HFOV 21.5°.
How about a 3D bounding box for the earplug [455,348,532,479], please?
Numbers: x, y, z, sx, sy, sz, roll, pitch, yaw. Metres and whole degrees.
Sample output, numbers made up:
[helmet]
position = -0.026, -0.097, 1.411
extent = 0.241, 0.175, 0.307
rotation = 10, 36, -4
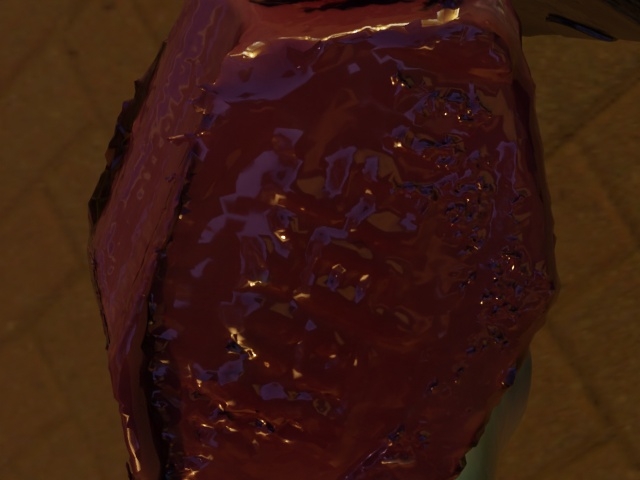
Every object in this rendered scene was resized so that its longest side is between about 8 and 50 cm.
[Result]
[earplug]
position = 0.026, 0.144, 0.926
extent = 0.185, 0.324, 0.185
rotation = 2, 114, 5

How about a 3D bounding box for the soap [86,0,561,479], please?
[soap]
position = 0.000, 0.000, 0.702
extent = 0.112, 0.182, 0.289
rotation = -110, 39, -54

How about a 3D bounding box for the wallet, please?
[wallet]
position = 0.124, -0.132, 0.926
extent = 0.156, 0.082, 0.018
rotation = 20, 82, 60
